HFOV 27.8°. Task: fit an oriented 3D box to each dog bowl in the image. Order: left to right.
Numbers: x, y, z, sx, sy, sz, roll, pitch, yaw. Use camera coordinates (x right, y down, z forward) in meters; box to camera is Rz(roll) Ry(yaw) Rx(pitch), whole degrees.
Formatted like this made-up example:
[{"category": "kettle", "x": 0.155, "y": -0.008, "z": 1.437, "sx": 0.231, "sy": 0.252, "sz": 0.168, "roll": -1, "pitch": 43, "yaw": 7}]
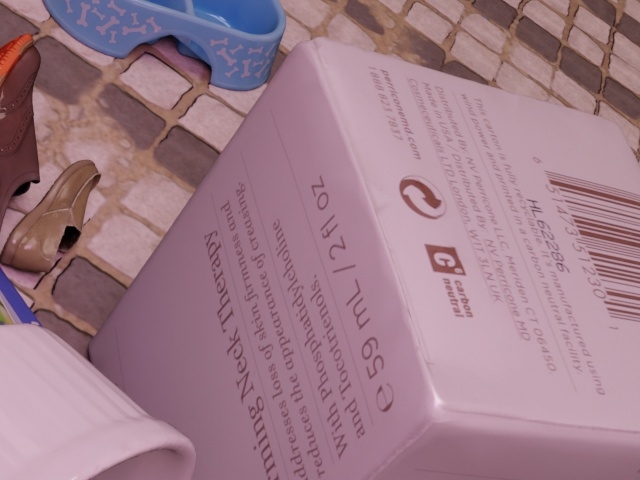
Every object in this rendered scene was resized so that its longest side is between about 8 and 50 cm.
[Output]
[{"category": "dog bowl", "x": -0.171, "y": -0.275, "z": 1.499, "sx": 0.297, "sy": 0.074, "sz": 0.165, "roll": 14, "pitch": 44, "yaw": -30}]

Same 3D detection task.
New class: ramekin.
[{"category": "ramekin", "x": -0.226, "y": 0.183, "z": 0.830, "sx": 0.135, "sy": 0.277, "sz": 0.277, "roll": 43, "pitch": 37, "yaw": 18}]

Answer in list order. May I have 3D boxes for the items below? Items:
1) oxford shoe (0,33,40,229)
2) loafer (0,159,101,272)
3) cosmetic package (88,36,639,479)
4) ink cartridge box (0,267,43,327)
[{"category": "oxford shoe", "x": -0.306, "y": -0.091, "z": 1.203, "sx": 0.098, "sy": 0.097, "sz": 0.271, "roll": 44, "pitch": 37, "yaw": -27}, {"category": "loafer", "x": -0.241, "y": -0.018, "z": 1.197, "sx": 0.050, "sy": 0.056, "sz": 0.148, "roll": 36, "pitch": 47, "yaw": -5}, {"category": "cosmetic package", "x": 0.061, "y": 0.118, "z": 1.022, "sx": 0.328, "sy": 0.393, "sz": 0.329, "roll": 10, "pitch": 46, "yaw": -33}, {"category": "ink cartridge box", "x": -0.287, "y": 0.057, "z": 0.957, "sx": 0.185, "sy": 0.065, "sz": 0.311, "roll": 51, "pitch": 6, "yaw": 18}]
